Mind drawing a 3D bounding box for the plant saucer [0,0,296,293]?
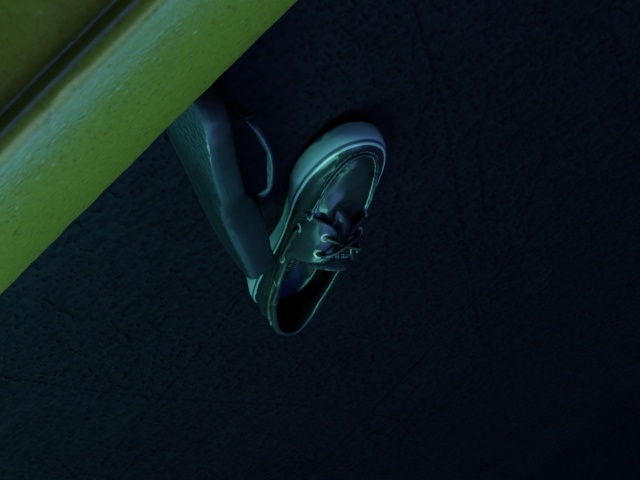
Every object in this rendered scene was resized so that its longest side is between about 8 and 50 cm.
[{"bbox_3d":[-0.137,-0.170,0.369,0.333,0.081,0.333,-45,113,1],"label":"plant saucer"}]

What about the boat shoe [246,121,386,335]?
[{"bbox_3d":[0.000,0.000,0.928,0.080,0.076,0.228,0,140,-34],"label":"boat shoe"}]

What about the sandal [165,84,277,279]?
[{"bbox_3d":[-0.067,-0.056,0.801,0.054,0.097,0.254,-33,159,-9],"label":"sandal"}]
